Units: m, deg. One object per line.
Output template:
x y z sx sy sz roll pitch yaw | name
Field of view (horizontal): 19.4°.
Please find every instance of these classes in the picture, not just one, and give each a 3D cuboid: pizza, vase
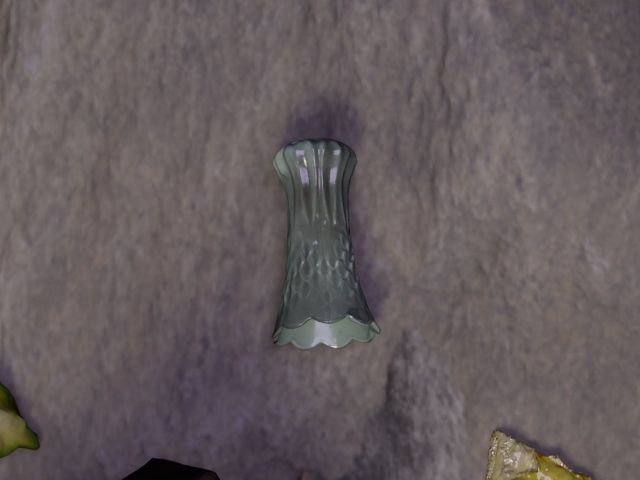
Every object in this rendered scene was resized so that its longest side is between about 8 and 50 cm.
0.148 0.189 1.367 0.123 0.026 0.109 -26 78 -11 | pizza
0.000 0.000 1.375 0.081 0.081 0.149 -1 72 -6 | vase

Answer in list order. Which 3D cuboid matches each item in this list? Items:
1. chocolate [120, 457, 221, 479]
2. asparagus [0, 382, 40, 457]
-0.119 0.342 1.177 0.314 0.326 0.297 -39 99 -16 | chocolate
-0.357 0.074 1.315 0.343 0.085 0.082 22 51 2 | asparagus
